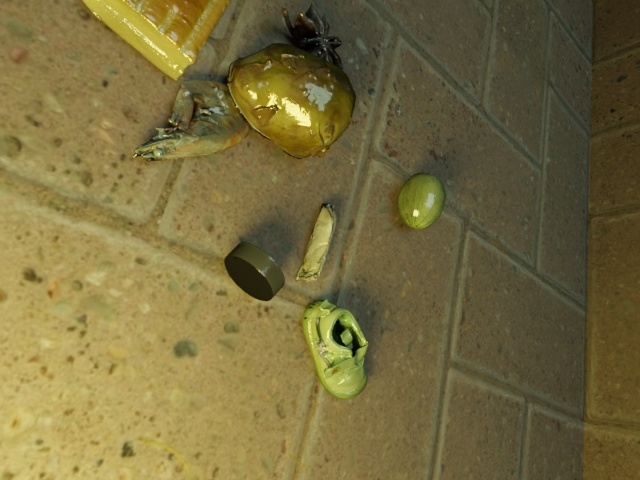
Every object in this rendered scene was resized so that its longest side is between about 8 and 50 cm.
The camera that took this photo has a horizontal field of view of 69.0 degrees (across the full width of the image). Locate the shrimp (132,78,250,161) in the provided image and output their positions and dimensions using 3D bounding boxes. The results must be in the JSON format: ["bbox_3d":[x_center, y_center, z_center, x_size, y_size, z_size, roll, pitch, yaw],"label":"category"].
[{"bbox_3d":[-0.272,-0.259,0.999,0.317,0.062,0.164,-35,100,-43],"label":"shrimp"}]

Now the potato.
[{"bbox_3d":[-0.046,-0.351,1.095,0.300,0.196,0.246,33,52,-36],"label":"potato"}]

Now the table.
[{"bbox_3d":[-0.142,0.068,0.994,0.133,0.134,0.043,54,54,-18],"label":"table"}]

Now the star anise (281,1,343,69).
[{"bbox_3d":[-0.021,-0.526,1.236,0.231,0.089,0.209,49,43,-29],"label":"star anise"}]

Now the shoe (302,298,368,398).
[{"bbox_3d":[0.040,0.268,1.130,0.140,0.128,0.262,-27,97,-26],"label":"shoe"}]

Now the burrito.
[{"bbox_3d":[-0.001,0.001,1.172,0.058,0.063,0.229,22,67,-5],"label":"burrito"}]

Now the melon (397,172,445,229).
[{"bbox_3d":[0.304,-0.124,1.397,0.139,0.139,0.192,32,67,-31],"label":"melon"}]

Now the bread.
[{"bbox_3d":[-0.326,-0.511,0.965,0.239,0.111,0.245,38,60,-30],"label":"bread"}]
